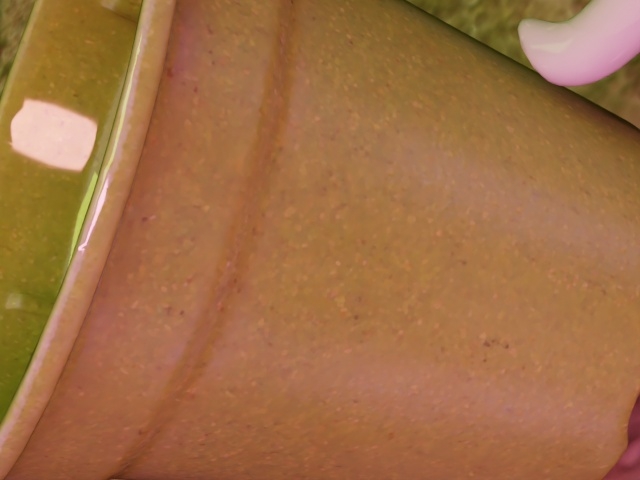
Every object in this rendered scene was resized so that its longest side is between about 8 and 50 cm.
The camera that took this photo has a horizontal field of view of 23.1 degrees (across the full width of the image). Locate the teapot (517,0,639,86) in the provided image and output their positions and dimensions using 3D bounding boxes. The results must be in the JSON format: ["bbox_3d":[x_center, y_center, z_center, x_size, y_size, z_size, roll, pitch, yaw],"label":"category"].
[{"bbox_3d":[0.242,-0.067,0.541,0.256,0.252,0.187,-130,56,-63],"label":"teapot"}]

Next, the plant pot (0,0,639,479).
[{"bbox_3d":[0.000,0.000,0.654,0.276,0.253,0.276,-51,30,46],"label":"plant pot"}]
